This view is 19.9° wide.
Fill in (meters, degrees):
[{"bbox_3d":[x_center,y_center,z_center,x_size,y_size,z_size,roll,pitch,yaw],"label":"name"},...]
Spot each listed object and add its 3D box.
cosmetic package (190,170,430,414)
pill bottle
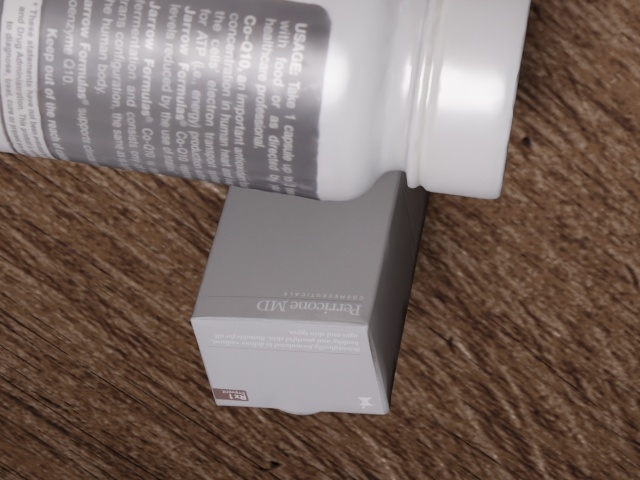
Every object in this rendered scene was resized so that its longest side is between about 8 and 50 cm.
[{"bbox_3d":[0.000,0.000,1.272,0.127,0.238,0.107,0,135,12],"label":"cosmetic package"},{"bbox_3d":[-0.051,-0.135,1.172,0.361,0.204,0.204,9,136,5],"label":"pill bottle"}]
